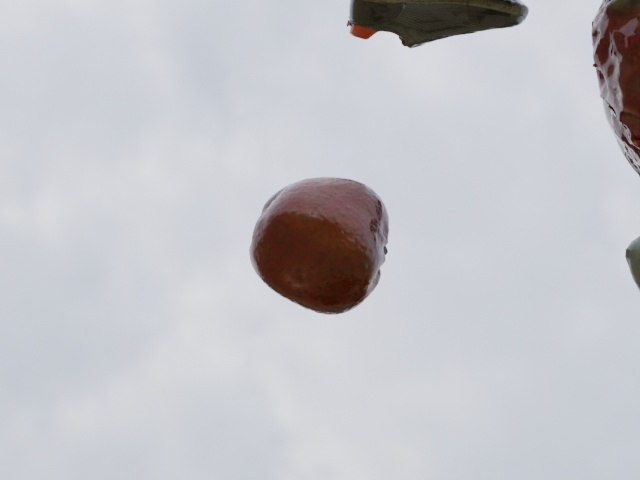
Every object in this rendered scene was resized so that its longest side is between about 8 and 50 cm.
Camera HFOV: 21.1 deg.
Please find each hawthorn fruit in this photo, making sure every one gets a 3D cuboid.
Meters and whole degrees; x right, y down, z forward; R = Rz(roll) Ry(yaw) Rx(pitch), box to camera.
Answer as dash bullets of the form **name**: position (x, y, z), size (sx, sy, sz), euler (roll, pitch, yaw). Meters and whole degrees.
- **hawthorn fruit**: position (0.000, 0.000, 1.465), size (0.128, 0.128, 0.128), euler (13, -44, 13)

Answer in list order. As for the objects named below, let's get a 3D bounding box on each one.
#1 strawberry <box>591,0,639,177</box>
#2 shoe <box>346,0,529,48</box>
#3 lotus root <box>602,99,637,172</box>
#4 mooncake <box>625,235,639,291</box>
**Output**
- **strawberry**: position (0.172, -0.064, 0.653), size (0.131, 0.131, 0.148), euler (-10, -67, 32)
- **shoe**: position (0.115, -0.233, 1.757), size (0.194, 0.074, 0.077), euler (7, -67, -17)
- **lotus root**: position (0.338, -0.141, 1.658), size (0.186, 0.186, 0.186), euler (13, -44, 13)
- **mooncake**: position (0.163, 0.010, 0.433), size (0.125, 0.130, 0.073), euler (45, 2, 31)
